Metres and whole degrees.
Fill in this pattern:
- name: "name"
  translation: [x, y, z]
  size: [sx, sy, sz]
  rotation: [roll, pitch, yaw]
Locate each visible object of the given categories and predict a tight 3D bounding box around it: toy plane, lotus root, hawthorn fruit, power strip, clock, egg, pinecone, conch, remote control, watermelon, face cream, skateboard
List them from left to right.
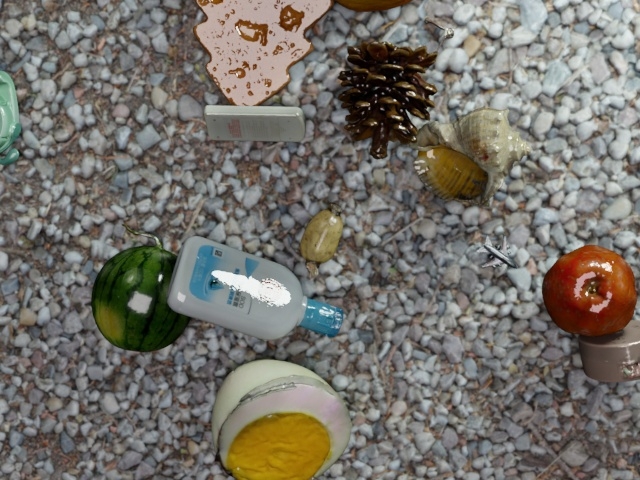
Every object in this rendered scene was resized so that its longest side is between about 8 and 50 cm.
- name: "clock"
  translation: [-0.659, -0.233, 1.683]
  size: [0.148, 0.060, 0.188]
  rotation: [-12, 98, 4]
- name: "watermelon"
  translation: [-0.350, 0.110, 1.685]
  size: [0.204, 0.127, 0.232]
  rotation: [24, 93, 3]
- name: "remote control"
  translation: [-0.123, -0.222, 1.648]
  size: [0.190, 0.087, 0.029]
  rotation: [1, 60, 4]
- name: "face cream"
  translation: [-0.119, 0.110, 1.664]
  size: [0.337, 0.080, 0.163]
  rotation: [20, 57, -14]
- name: "egg"
  translation: [-0.084, 0.344, 1.690]
  size: [0.264, 0.174, 0.286]
  rotation: [-37, 121, 4]
- name: "lotus root"
  translation: [0.000, 0.000, 1.683]
  size: [0.072, 0.063, 0.152]
  rotation: [17, 95, -9]
- name: "pinecone"
  translation: [0.123, -0.257, 1.584]
  size: [0.185, 0.168, 0.212]
  rotation: [1, 100, 27]
- name: "skateboard"
  translation: [0.208, -0.372, 1.637]
  size: [0.064, 0.032, 0.083]
  rotation: [30, 97, 9]
- name: "conch"
  translation: [0.273, -0.157, 1.605]
  size: [0.245, 0.163, 0.178]
  rotation: [9, 82, 31]
- name: "toy plane"
  translation: [0.348, 0.029, 1.684]
  size: [0.083, 0.031, 0.078]
  rotation: [34, 98, -2]
- name: "hawthorn fruit"
  translation: [0.503, 0.096, 1.610]
  size: [0.189, 0.189, 0.189]
  rotation: [0, 98, 3]
- name: "power strip"
  translation: [0.568, 0.207, 1.636]
  size: [0.154, 0.154, 0.078]
  rotation: [-11, 99, 4]

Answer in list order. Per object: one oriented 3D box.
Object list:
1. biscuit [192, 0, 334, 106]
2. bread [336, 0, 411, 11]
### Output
- name: "biscuit"
  translation: [-0.129, -0.391, 1.642]
  size: [0.284, 0.043, 0.306]
  rotation: [10, 101, -2]
- name: "bread"
  translation: [0.123, -0.525, 1.560]
  size: [0.270, 0.142, 0.195]
  rotation: [-23, 94, 8]
